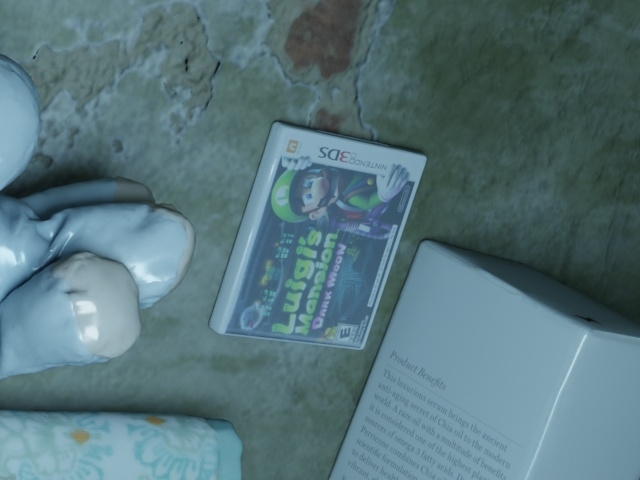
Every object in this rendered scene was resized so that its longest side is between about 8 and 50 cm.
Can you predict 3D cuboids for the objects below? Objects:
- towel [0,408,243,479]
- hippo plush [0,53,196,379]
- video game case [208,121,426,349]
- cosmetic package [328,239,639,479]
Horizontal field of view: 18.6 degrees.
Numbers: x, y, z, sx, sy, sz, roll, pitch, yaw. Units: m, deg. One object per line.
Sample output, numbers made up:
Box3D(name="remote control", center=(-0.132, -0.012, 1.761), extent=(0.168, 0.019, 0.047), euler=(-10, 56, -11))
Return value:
Box3D(name="towel", center=(-0.248, 0.310, 1.602), extent=(0.320, 0.090, 0.374), euler=(5, 110, -41))
Box3D(name="hippo plush", center=(-0.260, -0.027, 1.412), extent=(0.294, 0.234, 0.236), euler=(-21, 111, 18))
Box3D(name="video game case", center=(0.000, 0.000, 1.720), extent=(0.173, 0.022, 0.190), euler=(9, 104, -41))
Box3D(name="cosmetic package", center=(0.134, 0.255, 1.807), extent=(0.161, 0.230, 0.453), euler=(13, 102, -43))
